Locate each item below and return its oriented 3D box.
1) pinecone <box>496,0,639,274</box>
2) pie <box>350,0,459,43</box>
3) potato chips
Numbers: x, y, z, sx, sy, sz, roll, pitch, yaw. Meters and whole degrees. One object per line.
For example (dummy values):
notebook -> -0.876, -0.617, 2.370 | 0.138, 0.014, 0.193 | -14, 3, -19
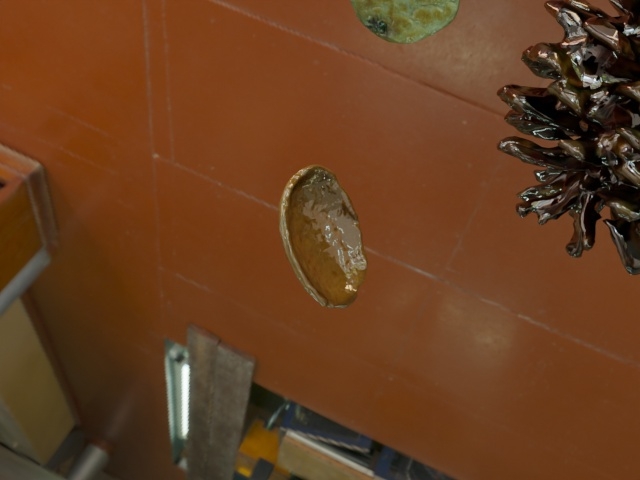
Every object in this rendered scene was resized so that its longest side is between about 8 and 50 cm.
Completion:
pinecone -> 0.396, -0.143, 0.828 | 0.398, 0.397, 0.397 | 18, 141, 15
pie -> 0.056, -0.179, 0.478 | 0.085, 0.017, 0.085 | 10, 134, 11
potato chips -> 0.000, 0.000, 0.947 | 0.049, 0.150, 0.201 | -5, 124, 49
